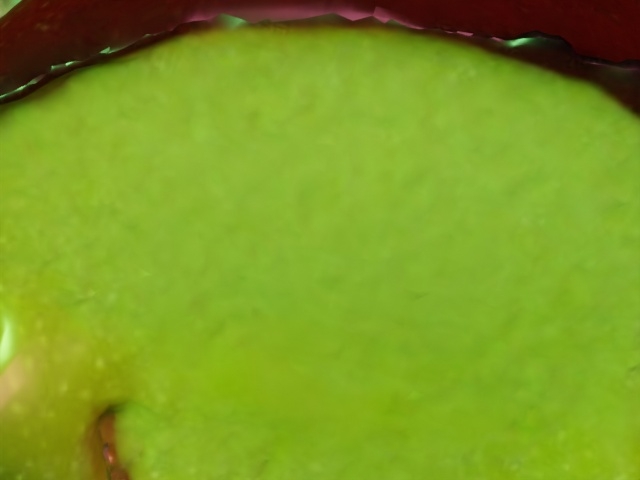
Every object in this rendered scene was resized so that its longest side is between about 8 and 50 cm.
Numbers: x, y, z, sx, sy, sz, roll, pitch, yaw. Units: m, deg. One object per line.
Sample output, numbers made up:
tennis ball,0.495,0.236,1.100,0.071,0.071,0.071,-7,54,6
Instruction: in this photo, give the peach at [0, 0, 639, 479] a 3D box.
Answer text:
peach,0.000,0.000,0.672,0.362,0.257,0.201,9,25,-13
